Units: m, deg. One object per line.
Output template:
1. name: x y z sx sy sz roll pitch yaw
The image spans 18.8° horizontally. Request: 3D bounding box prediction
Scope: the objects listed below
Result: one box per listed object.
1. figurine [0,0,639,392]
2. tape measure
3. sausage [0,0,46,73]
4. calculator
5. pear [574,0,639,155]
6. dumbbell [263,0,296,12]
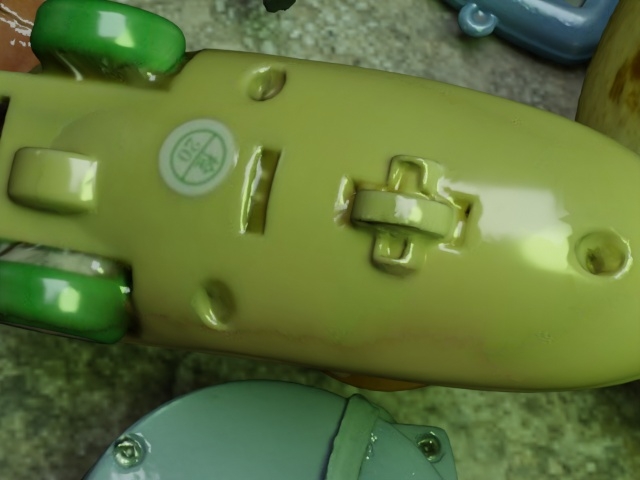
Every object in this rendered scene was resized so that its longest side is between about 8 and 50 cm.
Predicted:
1. figurine: 0.000 0.000 0.767 0.324 0.222 0.124 8 81 23
2. tape measure: -0.020 0.147 0.772 0.181 0.107 0.182 -6 68 -21
3. sausage: -0.149 -0.068 0.874 0.065 0.065 0.169 27 62 3
4. calculator: 0.127 -0.179 0.996 0.121 0.039 0.210 32 63 8
5. pear: 0.259 -0.046 0.805 0.309 0.309 0.309 4 64 -9
6. dumbbell: -0.079 -0.217 0.951 0.081 0.081 0.254 -25 71 -21
